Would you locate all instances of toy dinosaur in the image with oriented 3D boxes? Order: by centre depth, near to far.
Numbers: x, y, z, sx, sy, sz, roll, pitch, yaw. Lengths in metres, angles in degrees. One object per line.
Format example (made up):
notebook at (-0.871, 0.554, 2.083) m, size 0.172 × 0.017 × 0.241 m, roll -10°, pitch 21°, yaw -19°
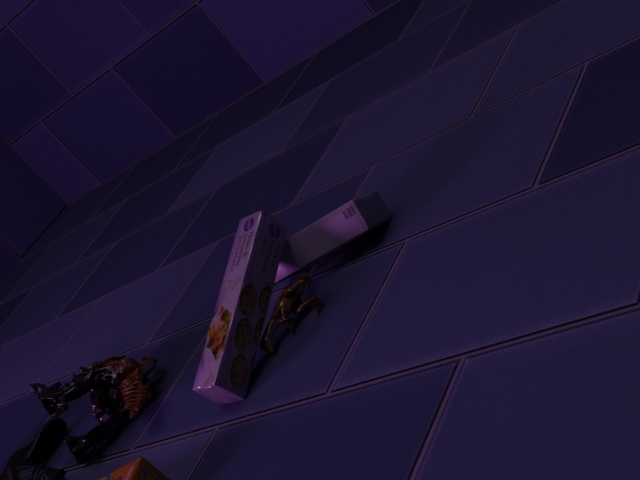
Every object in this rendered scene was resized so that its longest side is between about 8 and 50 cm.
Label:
toy dinosaur at (-0.045, 0.090, 1.768) m, size 0.112 × 0.064 × 0.211 m, roll -24°, pitch 26°, yaw 46°
toy dinosaur at (-0.387, 0.271, 1.941) m, size 0.218 × 0.164 × 0.322 m, roll -31°, pitch -7°, yaw -19°

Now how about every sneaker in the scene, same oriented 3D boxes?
sneaker at (-0.482, 0.440, 1.861) m, size 0.106 × 0.101 × 0.267 m, roll -22°, pitch 15°, yaw -11°
sneaker at (-0.573, 0.422, 2.107) m, size 0.089 × 0.051 × 0.170 m, roll -16°, pitch 35°, yaw 44°

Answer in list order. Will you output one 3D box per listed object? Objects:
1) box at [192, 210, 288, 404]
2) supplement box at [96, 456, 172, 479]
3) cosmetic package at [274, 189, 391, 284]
box at (-0.128, 0.106, 1.747) m, size 0.063 × 0.067 × 0.324 m, roll -20°, pitch 46°, yaw 44°
supplement box at (-0.330, 0.410, 1.611) m, size 0.233 × 0.080 × 0.078 m, roll -29°, pitch 24°, yaw 27°
cosmetic package at (0.000, 0.000, 1.841) m, size 0.239 × 0.060 × 0.099 m, roll -31°, pitch -1°, yaw 31°
